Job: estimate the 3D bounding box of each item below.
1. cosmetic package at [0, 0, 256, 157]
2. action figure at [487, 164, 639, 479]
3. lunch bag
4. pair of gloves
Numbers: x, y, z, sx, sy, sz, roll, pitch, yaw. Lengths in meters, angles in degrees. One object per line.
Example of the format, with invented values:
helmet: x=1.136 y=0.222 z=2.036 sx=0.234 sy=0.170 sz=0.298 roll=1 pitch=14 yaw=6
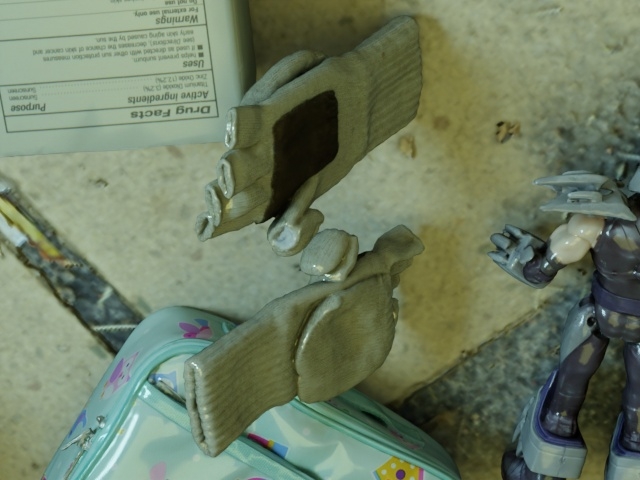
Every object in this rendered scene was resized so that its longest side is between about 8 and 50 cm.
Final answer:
cosmetic package: x=-0.129 y=-0.211 z=0.956 sx=0.160 sy=0.113 sz=0.309 roll=-3 pitch=118 yaw=2
action figure: x=0.193 y=0.052 z=1.103 sx=0.185 sy=0.099 sz=0.285 roll=12 pitch=114 yaw=3
lunch bag: x=-0.046 y=0.181 z=1.148 sx=0.279 sy=0.108 sz=0.224 roll=30 pitch=103 yaw=-15
pair of gloves: x=0.000 y=0.000 z=1.026 sx=0.042 sy=0.204 sz=0.240 roll=22 pitch=122 yaw=34
